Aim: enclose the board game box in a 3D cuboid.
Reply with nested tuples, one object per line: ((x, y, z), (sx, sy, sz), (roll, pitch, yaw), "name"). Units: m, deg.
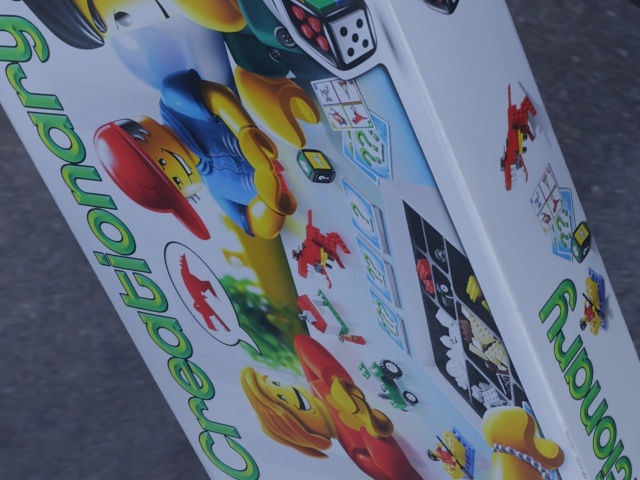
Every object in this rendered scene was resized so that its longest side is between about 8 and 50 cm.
((0.000, 0.000, 0.644), (0.193, 0.053, 0.305), (6, 134, 41), "board game box")

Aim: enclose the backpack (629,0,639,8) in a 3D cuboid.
((0.269, -0.202, 0.612), (0.273, 0.290, 0.355), (39, 84, -15), "backpack")
